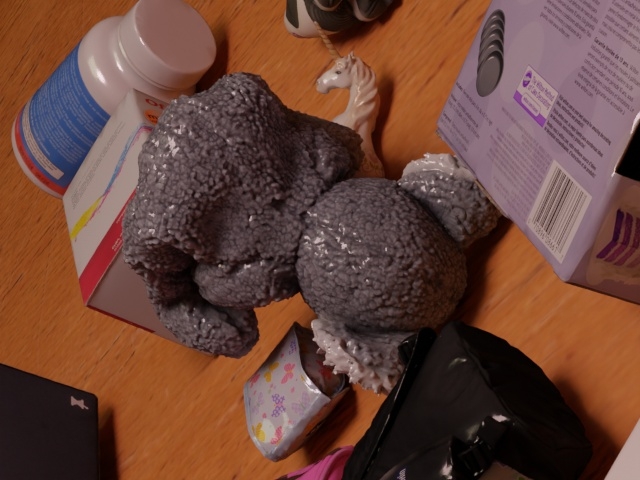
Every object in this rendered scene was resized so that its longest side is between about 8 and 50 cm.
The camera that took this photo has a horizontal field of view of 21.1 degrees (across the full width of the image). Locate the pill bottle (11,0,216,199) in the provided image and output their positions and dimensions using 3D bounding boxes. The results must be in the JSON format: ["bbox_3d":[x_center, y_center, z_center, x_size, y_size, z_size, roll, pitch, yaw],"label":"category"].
[{"bbox_3d":[-0.198,-0.139,1.666,0.221,0.124,0.124,-40,37,42],"label":"pill bottle"}]

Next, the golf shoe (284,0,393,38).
[{"bbox_3d":[0.017,-0.298,1.431,0.120,0.105,0.273,-26,47,61],"label":"golf shoe"}]

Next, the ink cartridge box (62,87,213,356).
[{"bbox_3d":[-0.125,-0.018,1.437,0.127,0.128,0.176,-56,30,20],"label":"ink cartridge box"}]

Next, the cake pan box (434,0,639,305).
[{"bbox_3d":[0.174,-0.122,0.997,0.267,0.070,0.246,-121,49,-64],"label":"cake pan box"}]

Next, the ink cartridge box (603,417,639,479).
[{"bbox_3d":[0.219,0.118,0.631,0.283,0.207,0.117,-62,22,8],"label":"ink cartridge box"}]

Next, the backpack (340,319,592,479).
[{"bbox_3d":[0.071,0.155,0.971,0.182,0.115,0.152,-60,16,15],"label":"backpack"}]

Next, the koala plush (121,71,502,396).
[{"bbox_3d":[0.000,0.000,1.150,0.221,0.203,0.196,27,78,22],"label":"koala plush"}]

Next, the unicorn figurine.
[{"bbox_3d":[0.016,-0.069,1.315,0.111,0.060,0.162,-50,48,28],"label":"unicorn figurine"}]

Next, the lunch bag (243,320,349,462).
[{"bbox_3d":[-0.017,0.113,1.229,0.071,0.053,0.083,-53,21,21],"label":"lunch bag"}]

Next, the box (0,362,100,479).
[{"bbox_3d":[-0.327,0.298,1.468,0.294,0.182,0.296,-55,26,27],"label":"box"}]

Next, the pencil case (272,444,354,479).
[{"bbox_3d":[-0.027,0.198,1.146,0.209,0.095,0.098,-28,31,48],"label":"pencil case"}]
